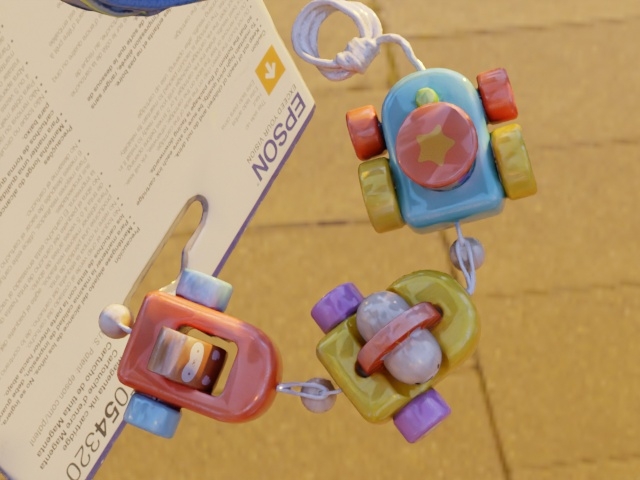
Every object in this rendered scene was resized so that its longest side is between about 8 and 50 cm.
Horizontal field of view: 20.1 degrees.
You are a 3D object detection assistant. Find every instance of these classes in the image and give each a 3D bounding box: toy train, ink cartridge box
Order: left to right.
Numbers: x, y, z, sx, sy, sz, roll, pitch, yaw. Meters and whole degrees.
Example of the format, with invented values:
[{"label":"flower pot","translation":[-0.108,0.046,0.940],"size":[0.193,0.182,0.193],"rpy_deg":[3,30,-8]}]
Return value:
[{"label":"ink cartridge box","translation":[-0.152,-0.068,0.950],"size":[0.071,0.330,0.324],"rpy_deg":[12,57,32]},{"label":"toy train","translation":[0.000,0.000,0.601],"size":[0.125,0.046,0.166],"rpy_deg":[25,86,12]}]

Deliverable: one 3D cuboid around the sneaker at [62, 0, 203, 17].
[{"label":"sneaker","translation":[-0.047,-0.084,0.276],"size":[0.091,0.126,0.240],"rpy_deg":[29,30,31]}]
